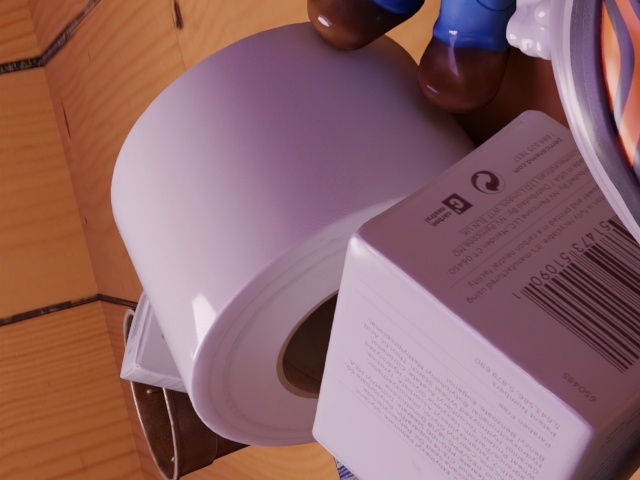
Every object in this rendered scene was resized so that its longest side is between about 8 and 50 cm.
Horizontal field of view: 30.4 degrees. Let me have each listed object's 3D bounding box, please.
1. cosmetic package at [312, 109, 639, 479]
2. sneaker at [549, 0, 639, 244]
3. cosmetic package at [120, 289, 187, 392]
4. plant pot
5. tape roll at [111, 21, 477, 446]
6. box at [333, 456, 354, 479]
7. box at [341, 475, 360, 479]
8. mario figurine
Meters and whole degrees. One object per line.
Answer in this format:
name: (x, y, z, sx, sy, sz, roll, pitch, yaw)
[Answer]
cosmetic package: (0.106, 0.063, 0.633, 0.151, 0.151, 0.184, 40, 143, 24)
sneaker: (0.174, -0.124, 0.420, 0.180, 0.124, 0.321, -165, 63, -68)
cosmetic package: (-0.039, 0.097, 0.966, 0.117, 0.231, 0.086, 147, 138, -72)
plant pot: (-0.085, 0.126, 1.117, 0.167, 0.165, 0.167, 166, 90, -70)
tape roll: (0.000, 0.000, 0.793, 0.246, 0.246, 0.169, 98, 150, -47)
box: (0.029, 0.147, 1.116, 0.136, 0.036, 0.225, 129, 125, -65)
box: (0.116, 0.247, 0.850, 0.275, 0.113, 0.094, -153, 51, -66)
mario figurine: (0.053, -0.194, 0.602, 0.320, 0.198, 0.170, 98, 173, -56)
